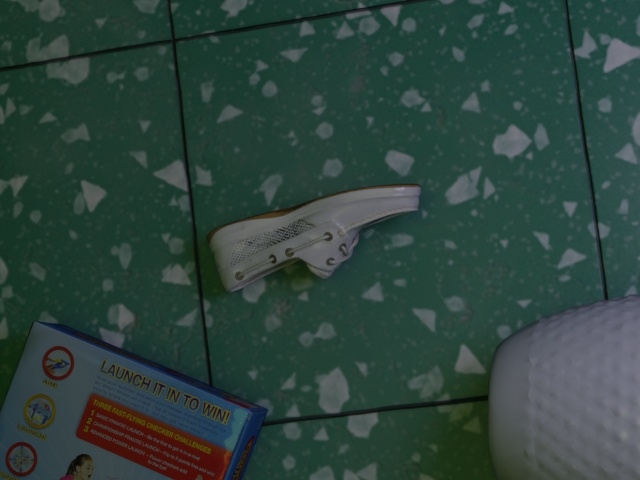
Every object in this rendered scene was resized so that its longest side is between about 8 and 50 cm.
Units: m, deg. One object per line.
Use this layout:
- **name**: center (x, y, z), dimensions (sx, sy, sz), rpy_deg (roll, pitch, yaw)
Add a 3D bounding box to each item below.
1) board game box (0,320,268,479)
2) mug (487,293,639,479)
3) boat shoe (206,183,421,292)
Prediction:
- **board game box**: center (-0.262, 0.293, 1.772), dimensions (0.308, 0.086, 0.302), rpy_deg (21, 89, 14)
- **mug**: center (0.357, 0.240, 1.562), dimensions (0.328, 0.276, 0.374), rpy_deg (-1, 77, 19)
- **boat shoe**: center (0.000, 0.000, 1.751), dimensions (0.277, 0.098, 0.096), rpy_deg (-16, 83, 18)
